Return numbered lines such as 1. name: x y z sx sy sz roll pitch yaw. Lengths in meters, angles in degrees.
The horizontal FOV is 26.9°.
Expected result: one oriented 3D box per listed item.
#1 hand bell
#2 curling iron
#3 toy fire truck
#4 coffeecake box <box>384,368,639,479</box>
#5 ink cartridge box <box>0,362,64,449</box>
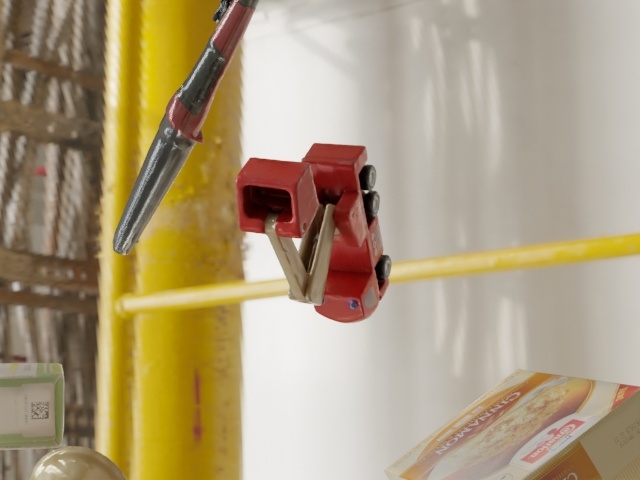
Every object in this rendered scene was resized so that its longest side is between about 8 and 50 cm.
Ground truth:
1. hand bell: -0.303 0.333 1.464 0.242 0.126 0.126 -60 -48 -71
2. curling iron: -0.094 -0.094 0.986 0.035 0.274 0.068 29 -152 2
3. toy fire truck: 0.000 0.000 0.971 0.135 0.047 0.192 -59 -33 -45
4. coffeecake box: 0.149 0.164 0.967 0.142 0.185 0.068 -34 -81 -17
5. ink cartridge box: -0.296 0.117 0.923 0.235 0.171 0.056 0 -92 -11
